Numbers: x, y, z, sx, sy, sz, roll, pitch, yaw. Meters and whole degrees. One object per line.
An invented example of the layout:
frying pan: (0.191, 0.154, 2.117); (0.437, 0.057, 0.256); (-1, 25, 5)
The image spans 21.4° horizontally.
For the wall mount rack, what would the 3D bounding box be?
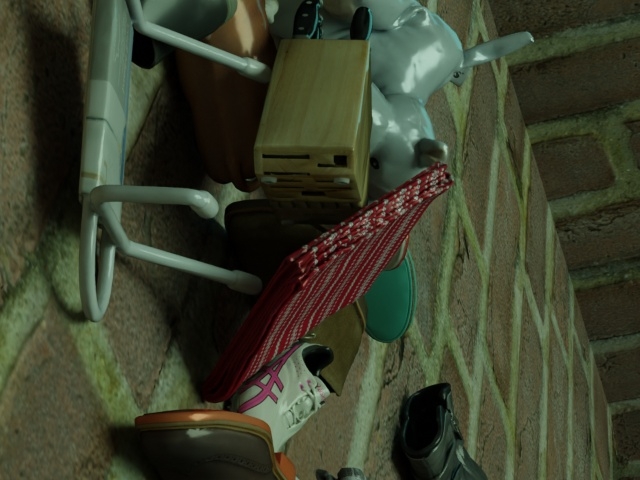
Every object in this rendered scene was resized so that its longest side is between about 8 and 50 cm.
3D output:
wall mount rack: (-0.116, -0.092, 1.400); (0.304, 0.131, 0.350); (82, 11, -76)

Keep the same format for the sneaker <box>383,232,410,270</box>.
sneaker: (0.000, 0.000, 1.837); (0.221, 0.128, 0.087); (142, -40, -60)

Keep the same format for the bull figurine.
bull figurine: (-0.089, -0.201, 1.664); (0.188, 0.101, 0.310); (-9, 95, -78)

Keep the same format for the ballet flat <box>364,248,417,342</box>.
ballet flat: (0.059, -0.002, 1.994); (0.087, 0.083, 0.247); (-99, 174, -68)

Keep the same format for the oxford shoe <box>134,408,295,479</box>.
oxford shoe: (-0.081, 0.210, 1.422); (0.271, 0.097, 0.098); (49, 38, -60)

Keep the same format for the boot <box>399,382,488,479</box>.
boot: (0.160, 0.347, 2.161); (0.338, 0.118, 0.222); (-95, 164, -63)

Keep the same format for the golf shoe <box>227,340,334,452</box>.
golf shoe: (-0.037, 0.152, 1.629); (0.186, 0.086, 0.067); (-74, 149, -57)

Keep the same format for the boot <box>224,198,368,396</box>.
boot: (-0.021, 0.063, 1.733); (0.305, 0.112, 0.115); (59, 35, -54)

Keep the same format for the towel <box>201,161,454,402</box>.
towel: (0.010, 0.040, 1.581); (0.031, 0.199, 0.275); (44, 40, 11)

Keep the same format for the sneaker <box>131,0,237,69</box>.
sneaker: (-0.167, -0.268, 1.498); (0.118, 0.083, 0.222); (-43, 107, -41)

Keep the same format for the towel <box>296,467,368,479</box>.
towel: (0.042, 0.386, 1.667); (0.235, 0.121, 0.283); (-87, 158, -45)

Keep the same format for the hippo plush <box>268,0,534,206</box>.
hippo plush: (0.045, -0.146, 1.862); (0.294, 0.234, 0.236); (24, 58, -30)

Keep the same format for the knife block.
knife block: (0.001, -0.143, 1.568); (0.275, 0.088, 0.242); (67, 24, -76)
